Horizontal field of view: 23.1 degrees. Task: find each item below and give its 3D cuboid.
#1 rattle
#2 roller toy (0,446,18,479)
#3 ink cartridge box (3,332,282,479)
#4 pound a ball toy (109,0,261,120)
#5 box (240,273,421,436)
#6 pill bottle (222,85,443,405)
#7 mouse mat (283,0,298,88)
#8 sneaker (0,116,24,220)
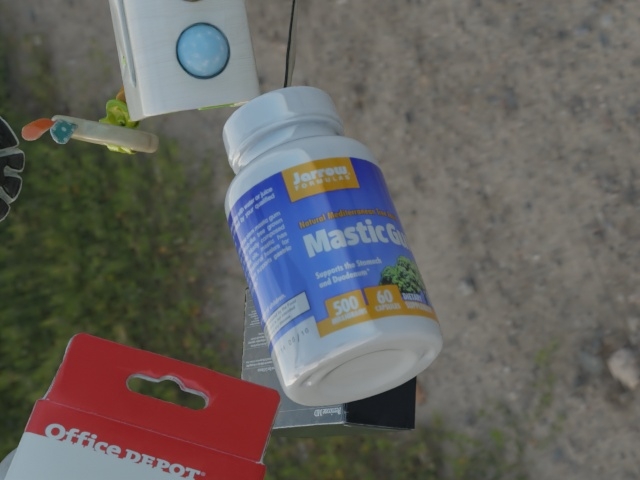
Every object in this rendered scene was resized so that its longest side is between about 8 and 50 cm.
[{"bbox_3d":[-0.313,-0.192,2.188,0.130,0.200,0.142,35,106,46],"label":"rattle"},{"bbox_3d":[-0.166,0.248,1.174,0.191,0.209,0.146,38,122,30],"label":"roller toy"},{"bbox_3d":[-0.114,0.176,0.851,0.134,0.231,0.078,17,144,2],"label":"ink cartridge box"},{"bbox_3d":[-0.115,-0.299,1.636,0.136,0.208,0.319,179,82,-70],"label":"pound a ball toy"},{"bbox_3d":[0.006,0.137,1.855,0.261,0.103,0.184,-15,66,59],"label":"box"},{"bbox_3d":[0.000,0.000,1.430,0.152,0.152,0.272,-48,53,47],"label":"pill bottle"},{"bbox_3d":[-0.034,-0.193,1.747,0.152,0.007,0.189,95,-178,-62],"label":"mouse mat"},{"bbox_3d":[-0.385,-0.104,1.151,0.330,0.129,0.147,38,157,-31],"label":"sneaker"}]
